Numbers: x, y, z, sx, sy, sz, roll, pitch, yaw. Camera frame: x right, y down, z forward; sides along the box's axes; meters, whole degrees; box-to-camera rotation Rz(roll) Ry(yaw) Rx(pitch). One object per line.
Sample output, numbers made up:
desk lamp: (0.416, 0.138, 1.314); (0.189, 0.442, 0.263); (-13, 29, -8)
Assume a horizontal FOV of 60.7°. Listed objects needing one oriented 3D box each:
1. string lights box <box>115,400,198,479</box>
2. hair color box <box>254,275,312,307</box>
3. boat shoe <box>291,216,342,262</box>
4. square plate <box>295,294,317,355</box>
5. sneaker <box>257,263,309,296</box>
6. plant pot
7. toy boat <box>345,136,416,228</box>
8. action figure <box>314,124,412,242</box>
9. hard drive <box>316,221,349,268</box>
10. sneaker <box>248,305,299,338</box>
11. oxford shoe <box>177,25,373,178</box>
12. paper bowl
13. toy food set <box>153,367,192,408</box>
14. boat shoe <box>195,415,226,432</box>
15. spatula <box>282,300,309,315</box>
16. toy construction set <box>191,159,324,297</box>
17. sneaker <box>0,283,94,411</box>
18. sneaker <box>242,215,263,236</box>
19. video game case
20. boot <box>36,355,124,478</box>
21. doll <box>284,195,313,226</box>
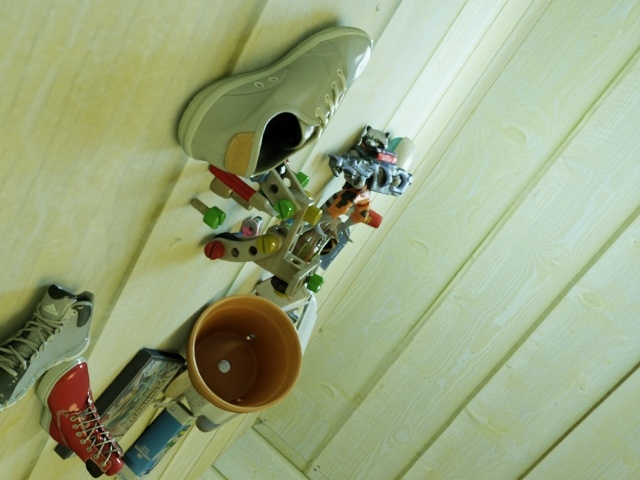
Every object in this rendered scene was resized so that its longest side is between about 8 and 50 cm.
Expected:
string lights box: (-0.502, 0.619, 1.673); (0.259, 0.077, 0.133); (-48, 169, -15)
hair color box: (-0.099, 0.136, 1.579); (0.167, 0.093, 0.053); (-26, -175, 35)
boat shoe: (0.000, 0.000, 1.677); (0.307, 0.104, 0.110); (-34, 158, -56)
square plate: (-0.086, 0.367, 1.780); (0.347, 0.049, 0.344); (113, -1, -71)
sneaker: (-0.114, 0.138, 1.705); (0.221, 0.087, 0.128); (-53, 169, 1)
plant pot: (-0.220, 0.305, 1.413); (0.291, 0.291, 0.203); (-43, -178, -37)
toy boat: (0.193, -0.201, 1.787); (0.318, 0.148, 0.267); (-61, 172, 7)
action figure: (0.077, -0.166, 1.506); (0.341, 0.178, 0.330); (17, 106, -48)
hard drive: (0.037, 0.016, 1.985); (0.172, 0.054, 0.254); (-51, 168, -7)
sneaker: (-0.191, 0.343, 1.910); (0.182, 0.127, 0.315); (-58, 168, 16)
oxford shoe: (-0.030, -0.222, 0.881); (0.449, 0.130, 0.169); (-43, 163, -42)
paper bowl: (-0.273, 0.469, 1.720); (0.284, 0.148, 0.284); (-28, 165, -8)
toy food set: (-0.393, 0.394, 1.551); (0.192, 0.038, 0.132); (-46, 161, -3)
boat shoe: (-0.366, 0.643, 2.156); (0.324, 0.123, 0.116); (-37, 163, -46)
spatula: (-0.164, 0.232, 1.646); (0.242, 0.019, 0.168); (-15, 165, -30)
toy construction set: (-0.077, -0.019, 1.021); (0.257, 0.237, 0.309); (-52, 168, -1)
sneaker: (-0.380, 0.122, 0.714); (0.132, 0.086, 0.228); (-62, 175, 22)
sneaker: (-0.158, -0.008, 1.233); (0.119, 0.047, 0.057); (-59, 178, 35)
video game case: (-0.447, 0.372, 1.267); (0.275, 0.035, 0.248); (-50, 168, -9)
boot: (-0.397, 0.311, 0.942); (0.088, 0.176, 0.244); (-37, 160, -45)
doll: (-0.070, -0.045, 1.428); (0.189, 0.046, 0.129); (-58, 167, 28)
